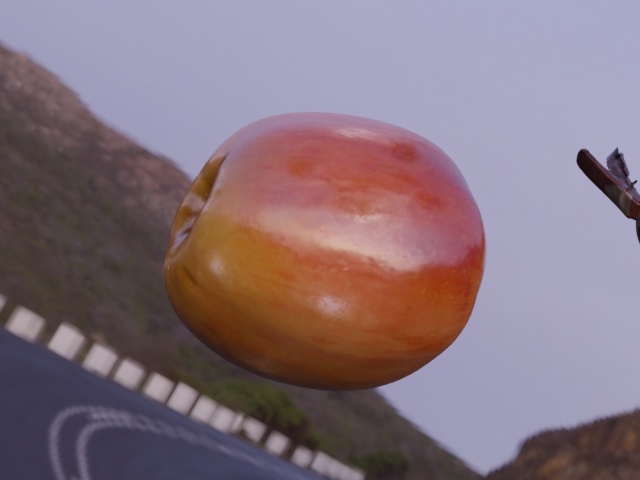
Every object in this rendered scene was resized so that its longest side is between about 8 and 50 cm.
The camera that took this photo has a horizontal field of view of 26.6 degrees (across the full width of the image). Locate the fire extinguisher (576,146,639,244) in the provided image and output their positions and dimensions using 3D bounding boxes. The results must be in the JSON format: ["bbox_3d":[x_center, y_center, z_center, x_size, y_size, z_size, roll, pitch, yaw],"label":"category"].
[{"bbox_3d":[0.419,-0.021,1.453,0.337,0.106,0.147,18,28,-28],"label":"fire extinguisher"}]

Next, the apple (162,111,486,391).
[{"bbox_3d":[0.000,0.000,1.112,0.241,0.242,0.242,14,-3,-22],"label":"apple"}]
